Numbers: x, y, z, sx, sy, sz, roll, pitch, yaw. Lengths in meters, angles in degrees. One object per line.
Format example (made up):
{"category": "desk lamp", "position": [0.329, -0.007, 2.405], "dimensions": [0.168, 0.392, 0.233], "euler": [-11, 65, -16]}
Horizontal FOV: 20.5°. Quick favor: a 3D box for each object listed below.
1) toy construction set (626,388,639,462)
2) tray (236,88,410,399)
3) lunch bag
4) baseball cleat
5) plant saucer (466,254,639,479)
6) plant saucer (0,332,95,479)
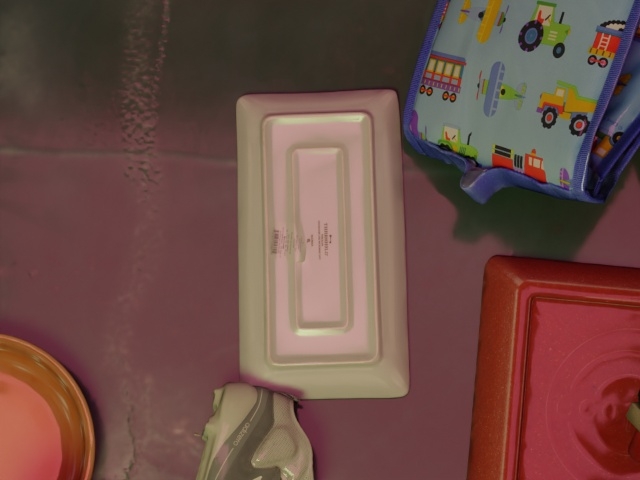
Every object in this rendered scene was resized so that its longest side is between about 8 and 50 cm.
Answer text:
{"category": "toy construction set", "position": [0.386, 0.108, 1.332], "dimensions": [0.257, 0.237, 0.309], "euler": [3, 105, 40]}
{"category": "tray", "position": [0.000, 0.000, 1.512], "dimensions": [0.145, 0.030, 0.270], "euler": [-2, 78, 3]}
{"category": "lunch bag", "position": [0.190, -0.165, 1.440], "dimensions": [0.221, 0.138, 0.293], "euler": [23, 83, 48]}
{"category": "baseball cleat", "position": [-0.062, 0.221, 1.449], "dimensions": [0.109, 0.072, 0.206], "euler": [13, 83, -2]}
{"category": "plant saucer", "position": [0.255, 0.145, 1.464], "dimensions": [0.258, 0.048, 0.259], "euler": [5, 78, 3]}
{"category": "plant saucer", "position": [-0.285, 0.177, 1.484], "dimensions": [0.200, 0.037, 0.200], "euler": [0, 79, 2]}
